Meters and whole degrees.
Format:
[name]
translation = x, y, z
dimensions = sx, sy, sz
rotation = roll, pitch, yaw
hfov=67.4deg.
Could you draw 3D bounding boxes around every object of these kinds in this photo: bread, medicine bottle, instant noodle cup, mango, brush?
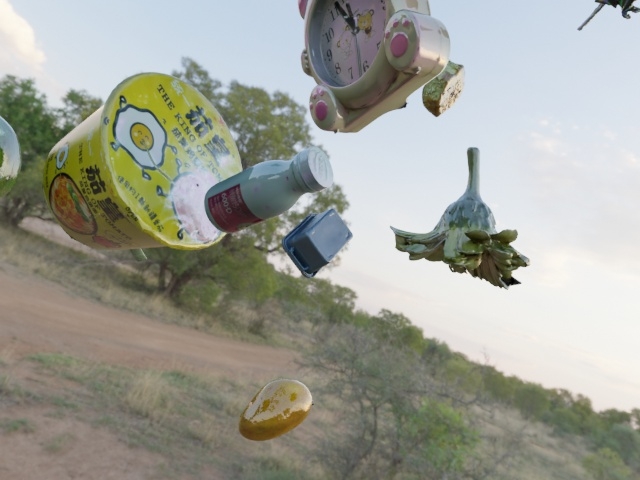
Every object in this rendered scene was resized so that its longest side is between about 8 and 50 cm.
[bread]
translation = 0.358, -0.444, 1.398
dimensions = 0.069, 0.140, 0.128
rotation = 43, -9, 30
[medicine bottle]
translation = -0.085, -0.081, 0.776
dimensions = 0.216, 0.091, 0.090
rotation = -19, -33, 32
[instant noodle cup]
translation = -0.347, -0.122, 0.921
dimensions = 0.254, 0.326, 0.325
rotation = -11, -27, 31
[mango]
translation = -0.132, 0.483, 1.375
dimensions = 0.147, 0.227, 0.109
rotation = 59, -25, 19
[brush]
translation = -0.544, -0.006, 1.353
dimensions = 0.030, 0.033, 0.179
rotation = -112, -178, -56

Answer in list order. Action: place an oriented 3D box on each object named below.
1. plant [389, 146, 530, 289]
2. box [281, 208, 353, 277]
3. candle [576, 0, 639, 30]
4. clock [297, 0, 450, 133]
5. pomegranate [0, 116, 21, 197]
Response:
[plant]
translation = 0.320, -0.010, 1.025
dimensions = 0.305, 0.297, 0.261
rotation = -5, -48, 52
[box]
translation = 0.000, 0.000, 0.715
dimensions = 0.054, 0.099, 0.074
rotation = -24, -74, 46
[candle]
translation = 0.654, -0.603, 1.018
dimensions = 0.187, 0.188, 0.330
rotation = 19, -26, 16
[clock]
translation = 0.072, -0.378, 0.857
dimensions = 0.114, 0.310, 0.284
rotation = -7, -13, -38
[pomegranate]
translation = -0.710, -0.126, 0.913
dimensions = 0.235, 0.302, 0.236
rotation = 9, -1, 0
